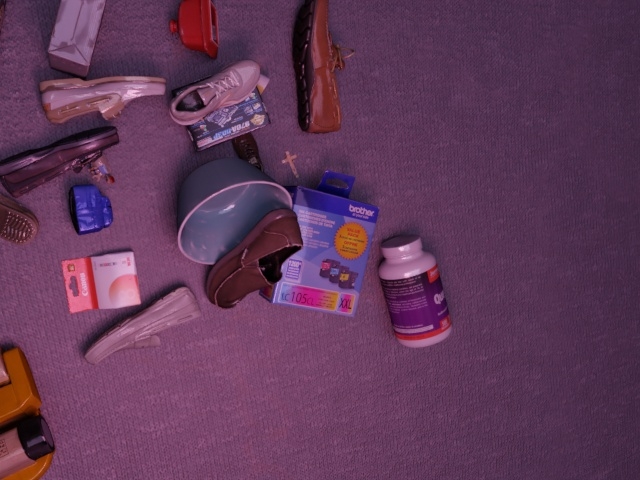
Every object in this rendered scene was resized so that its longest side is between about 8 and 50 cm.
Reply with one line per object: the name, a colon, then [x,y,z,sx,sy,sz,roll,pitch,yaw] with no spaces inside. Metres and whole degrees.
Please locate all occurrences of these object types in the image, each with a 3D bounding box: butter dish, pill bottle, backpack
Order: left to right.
backpack: [-0.582,-0.082,1.547,0.101,0.098,0.120,-13,88,-30]
butter dish: [-0.331,-0.557,1.585,0.118,0.160,0.160,-3,97,1]
pill bottle: [0.285,0.153,1.882,0.181,0.181,0.323,-21,104,-19]

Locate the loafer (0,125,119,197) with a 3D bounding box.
loafer: [-0.638,-0.197,1.515,0.302,0.109,0.095,-21,117,-12]

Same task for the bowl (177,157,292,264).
bowl: [-0.246,-0.097,1.605,0.311,0.163,0.311,-21,148,-14]

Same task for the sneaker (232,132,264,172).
sneaker: [-0.189,-0.231,1.704,0.066,0.071,0.188,-25,105,-18]

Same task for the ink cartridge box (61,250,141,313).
ink cartridge box: [-0.570,0.109,1.599,0.179,0.045,0.145,-10,99,-24]

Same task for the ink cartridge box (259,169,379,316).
ink cartridge box: [0.000,0.000,1.769,0.270,0.151,0.395,12,90,-23]

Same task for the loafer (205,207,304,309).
loafer: [-0.178,0.075,1.628,0.134,0.130,0.366,8,132,-46]

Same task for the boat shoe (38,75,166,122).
boat shoe: [-0.535,-0.354,1.533,0.302,0.113,0.103,-8,100,-11]

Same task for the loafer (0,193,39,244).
loafer: [-0.796,-0.074,1.463,0.268,0.092,0.102,32,92,-6]

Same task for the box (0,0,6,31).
box: [-0.900,-0.479,1.370,0.318,0.097,0.395,9,92,-21]

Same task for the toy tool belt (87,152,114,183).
toy tool belt: [-0.567,-0.179,1.571,0.051,0.052,0.083,-18,101,12]

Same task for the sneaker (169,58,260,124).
sneaker: [-0.263,-0.374,1.549,0.262,0.121,0.099,-33,101,-2]

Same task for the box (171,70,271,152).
box: [-0.264,-0.355,1.640,0.220,0.051,0.175,-23,101,-5]

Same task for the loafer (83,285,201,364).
loafer: [-0.464,0.240,1.620,0.319,0.112,0.111,-32,98,-17]

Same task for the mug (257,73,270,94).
mug: [-0.184,-0.433,1.688,0.064,0.062,0.078,31,51,-14]

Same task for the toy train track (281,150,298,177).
toy train track: [-0.082,-0.221,1.780,0.048,0.014,0.083,-27,106,-17]

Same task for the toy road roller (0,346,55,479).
toy road roller: [-0.775,0.448,1.496,0.202,0.240,0.329,-23,67,-18]

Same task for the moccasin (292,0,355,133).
moccasin: [0.010,-0.494,1.721,0.147,0.139,0.380,-9,99,-22]

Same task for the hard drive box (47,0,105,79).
hard drive box: [-0.567,-0.489,1.432,0.089,0.232,0.181,15,89,-23]
